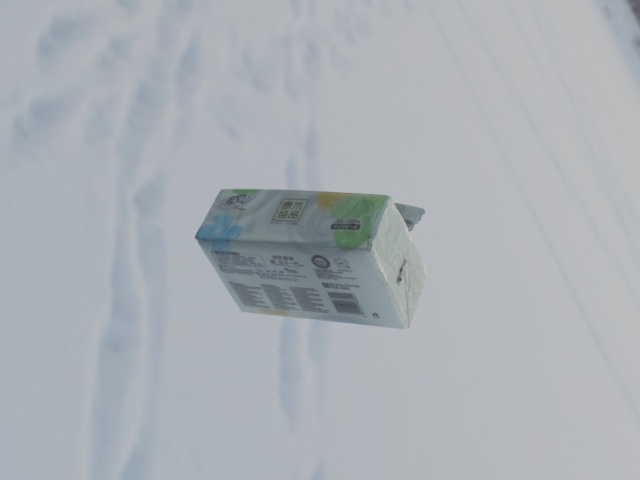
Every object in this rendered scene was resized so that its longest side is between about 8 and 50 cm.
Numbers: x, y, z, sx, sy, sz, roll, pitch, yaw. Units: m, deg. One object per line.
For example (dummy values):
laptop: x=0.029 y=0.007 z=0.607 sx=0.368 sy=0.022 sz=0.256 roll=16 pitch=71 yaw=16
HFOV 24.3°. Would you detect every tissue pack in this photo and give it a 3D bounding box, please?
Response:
tissue pack: x=0.000 y=0.000 z=1.761 sx=0.159 sy=0.229 sz=0.145 roll=61 pitch=41 yaw=-45
